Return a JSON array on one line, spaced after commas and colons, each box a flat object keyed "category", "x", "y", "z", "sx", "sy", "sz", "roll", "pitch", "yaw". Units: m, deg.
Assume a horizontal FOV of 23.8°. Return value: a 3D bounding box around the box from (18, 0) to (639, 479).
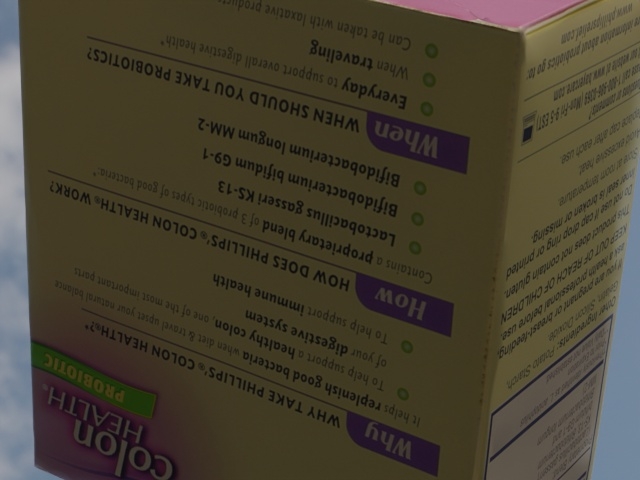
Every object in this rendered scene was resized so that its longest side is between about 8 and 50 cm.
[{"category": "box", "x": 0.000, "y": 0.000, "z": 0.596, "sx": 0.117, "sy": 0.214, "sz": 0.243, "roll": -28, "pitch": -52, "yaw": -50}]
